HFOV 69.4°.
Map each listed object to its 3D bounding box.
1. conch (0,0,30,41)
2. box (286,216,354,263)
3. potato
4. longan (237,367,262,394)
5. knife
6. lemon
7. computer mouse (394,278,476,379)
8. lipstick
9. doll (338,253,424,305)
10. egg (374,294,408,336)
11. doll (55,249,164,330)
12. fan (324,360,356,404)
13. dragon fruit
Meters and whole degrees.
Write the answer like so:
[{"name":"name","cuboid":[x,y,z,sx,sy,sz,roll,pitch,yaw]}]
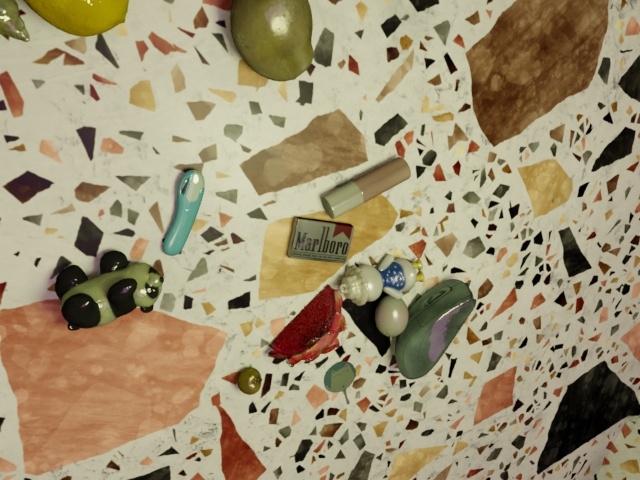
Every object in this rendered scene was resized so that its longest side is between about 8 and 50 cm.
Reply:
[{"name":"conch","cuboid":[-0.636,-0.497,0.755,0.203,0.169,0.386,-47,121,-19]},{"name":"box","cuboid":[0.000,0.000,1.286,0.177,0.036,0.115,7,104,-26]},{"name":"potato","cuboid":[-0.102,-0.465,1.019,0.177,0.160,0.235,-11,134,20]},{"name":"longan","cuboid":[-0.195,0.397,1.305,0.075,0.083,0.075,19,66,-51]},{"name":"knife","cuboid":[-0.332,-0.065,1.116,0.064,0.031,0.222,14,104,-32]},{"name":"lemon","cuboid":[-0.448,-0.469,0.845,0.178,0.178,0.203,-57,141,2]},{"name":"computer mouse","cuboid":[0.341,0.260,1.449,0.122,0.188,0.371,34,94,-17]},{"name":"lipstick","cuboid":[0.127,-0.146,1.275,0.254,0.070,0.070,-29,117,-14]},{"name":"doll","cuboid":[0.182,0.117,1.370,0.293,0.119,0.138,-11,87,-27]},{"name":"egg","cuboid":[0.220,0.232,1.425,0.103,0.103,0.135,-5,108,-23]},{"name":"doll","cuboid":[-0.479,0.117,1.056,0.234,0.143,0.135,-24,139,-17]},{"name":"fan","cuboid":[0.071,0.465,1.492,0.113,0.005,0.175,-23,115,-16]},{"name":"dragon fruit","cuboid":[-0.006,0.276,1.305,0.274,0.161,0.126,-45,117,-7]}]
